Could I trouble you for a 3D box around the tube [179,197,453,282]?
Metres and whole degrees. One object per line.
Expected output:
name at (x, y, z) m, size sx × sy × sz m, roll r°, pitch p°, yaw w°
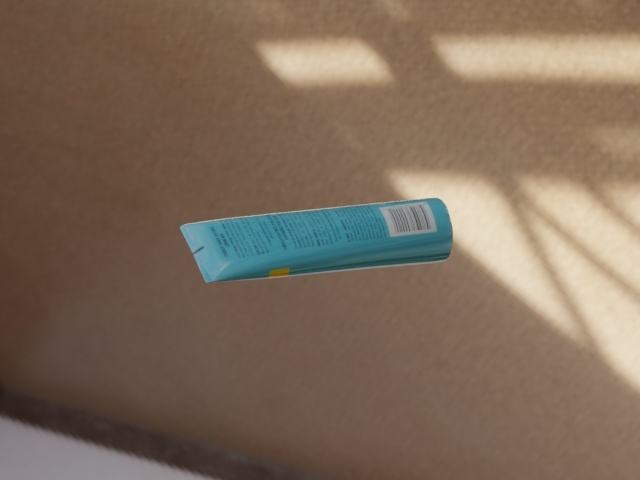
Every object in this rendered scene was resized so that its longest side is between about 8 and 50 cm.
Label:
tube at (0.000, 0.000, 1.188) m, size 0.080 × 0.207 × 0.052 m, roll -127°, pitch 37°, yaw -56°
